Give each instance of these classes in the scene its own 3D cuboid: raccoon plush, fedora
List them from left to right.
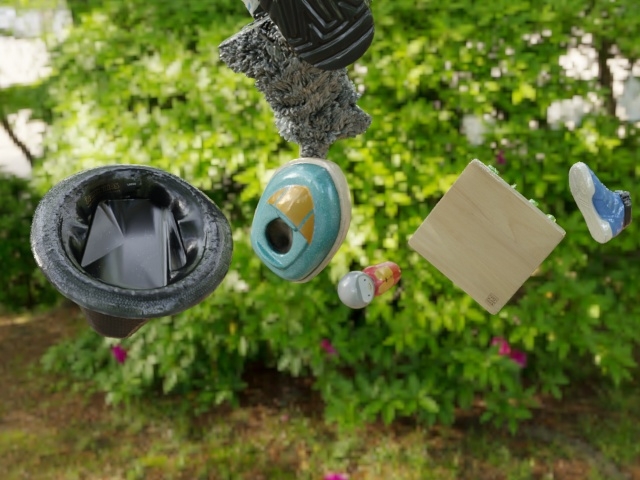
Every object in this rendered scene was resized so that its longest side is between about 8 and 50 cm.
[{"bbox_3d":[-0.292,0.034,1.740,0.334,0.152,0.334,10,41,-9],"label":"fedora"},{"bbox_3d":[-0.026,-0.260,2.012,0.216,0.299,0.446,-30,14,7],"label":"raccoon plush"}]

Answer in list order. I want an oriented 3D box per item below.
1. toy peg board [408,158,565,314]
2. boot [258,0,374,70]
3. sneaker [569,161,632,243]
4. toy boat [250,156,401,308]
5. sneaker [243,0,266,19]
[{"bbox_3d":[0.240,-0.012,1.594,0.161,0.160,0.079,41,29,9],"label":"toy peg board"},{"bbox_3d":[-0.047,-0.375,1.350,0.131,0.348,0.260,-23,23,12],"label":"boot"},{"bbox_3d":[0.498,-0.080,1.997,0.084,0.152,0.058,-29,11,-20],"label":"sneaker"},{"bbox_3d":[0.000,0.000,2.096,0.318,0.267,0.148,40,36,22],"label":"toy boat"},{"bbox_3d":[-0.139,-0.524,2.361,0.085,0.237,0.086,-39,12,19],"label":"sneaker"}]
